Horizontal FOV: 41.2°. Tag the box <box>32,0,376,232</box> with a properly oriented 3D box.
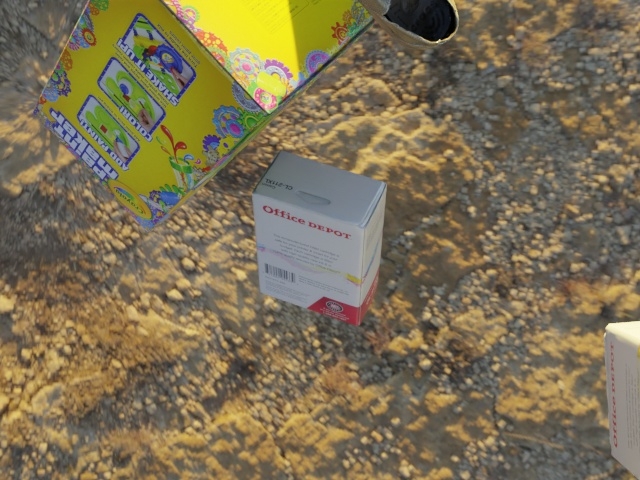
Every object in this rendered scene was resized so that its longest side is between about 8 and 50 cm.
[{"bbox_3d":[-0.090,-0.198,0.847,0.177,0.279,0.290,46,53,-7],"label":"box"}]

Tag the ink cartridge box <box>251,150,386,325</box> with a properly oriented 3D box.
[{"bbox_3d":[0.000,0.000,0.934,0.127,0.175,0.072,19,52,14],"label":"ink cartridge box"}]

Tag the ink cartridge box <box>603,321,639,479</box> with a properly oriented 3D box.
[{"bbox_3d":[0.366,0.173,0.858,0.093,0.212,0.155,-4,93,-2],"label":"ink cartridge box"}]

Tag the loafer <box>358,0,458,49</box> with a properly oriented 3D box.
[{"bbox_3d":[0.031,-0.162,0.491,0.148,0.050,0.056,29,94,-33],"label":"loafer"}]
